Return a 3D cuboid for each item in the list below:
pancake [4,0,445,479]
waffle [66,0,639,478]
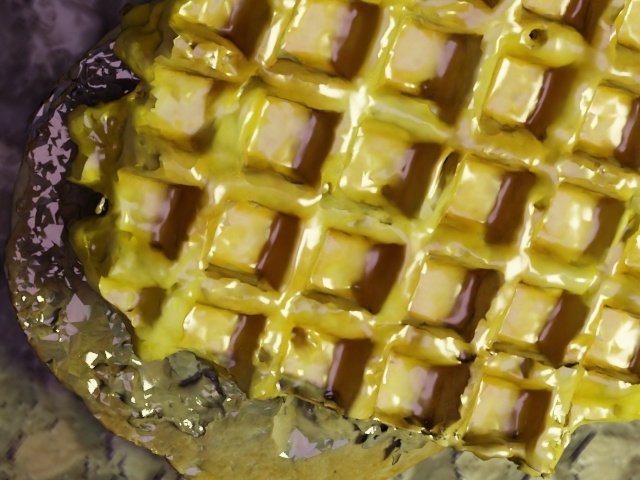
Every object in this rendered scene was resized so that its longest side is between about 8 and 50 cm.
[{"bbox_3d":[0.000,0.001,0.583,0.282,0.049,0.283,-4,109,-12],"label":"pancake"},{"bbox_3d":[0.064,-0.024,0.533,0.307,0.060,0.312,-38,109,3],"label":"waffle"}]
